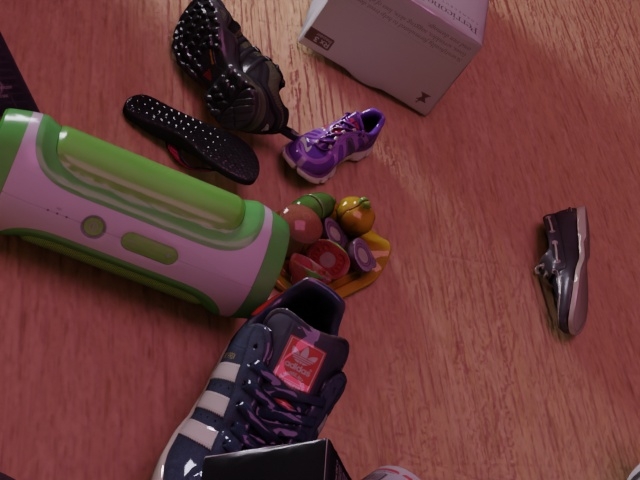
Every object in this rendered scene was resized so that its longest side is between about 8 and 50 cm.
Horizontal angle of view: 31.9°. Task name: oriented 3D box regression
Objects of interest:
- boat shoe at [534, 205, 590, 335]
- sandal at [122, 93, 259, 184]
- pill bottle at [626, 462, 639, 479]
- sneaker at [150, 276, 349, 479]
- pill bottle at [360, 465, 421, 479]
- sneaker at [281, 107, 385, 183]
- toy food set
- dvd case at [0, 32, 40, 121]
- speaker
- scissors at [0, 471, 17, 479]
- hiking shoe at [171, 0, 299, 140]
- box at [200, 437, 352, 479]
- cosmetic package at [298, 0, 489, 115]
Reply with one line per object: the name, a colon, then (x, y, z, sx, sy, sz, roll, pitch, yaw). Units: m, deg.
boat shoe: (0.312, 0.040, 1.449, 0.065, 0.075, 0.206, -3, 47, 20)
sandal: (-0.146, -0.109, 1.274, 0.179, 0.040, 0.067, 29, 35, 12)
pill bottle: (0.394, 0.333, 1.116, 0.210, 0.210, 0.363, 35, 42, -3)
sneaker: (-0.046, 0.150, 0.973, 0.131, 0.148, 0.350, 31, 29, -12)
pill bottle: (0.030, 0.275, 1.012, 0.160, 0.087, 0.087, -24, 70, -44)
sneaker: (0.018, -0.126, 1.370, 0.068, 0.071, 0.170, 46, 43, 9)
toy food set: (0.000, 0.000, 1.245, 0.218, 0.071, 0.128, -26, 71, -45)
dvd case: (-0.399, -0.181, 1.173, 0.164, 0.018, 0.221, -11, 62, -39)
speaker: (-0.186, -0.023, 1.100, 0.296, 0.131, 0.131, 22, 44, -16)
scissors: (-0.322, 0.181, 0.910, 0.297, 0.021, 0.109, 39, 39, 0)
hiking shoe: (-0.103, -0.206, 1.365, 0.114, 0.086, 0.227, 21, 37, -48)
box: (-0.018, 0.294, 0.735, 0.261, 0.103, 0.184, -84, 154, -45)
cosmetic package: (0.123, -0.384, 1.605, 0.217, 0.156, 0.385, 27, 42, -14)
